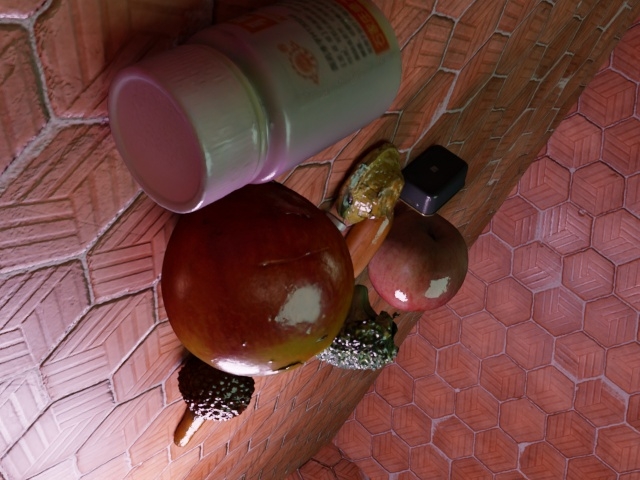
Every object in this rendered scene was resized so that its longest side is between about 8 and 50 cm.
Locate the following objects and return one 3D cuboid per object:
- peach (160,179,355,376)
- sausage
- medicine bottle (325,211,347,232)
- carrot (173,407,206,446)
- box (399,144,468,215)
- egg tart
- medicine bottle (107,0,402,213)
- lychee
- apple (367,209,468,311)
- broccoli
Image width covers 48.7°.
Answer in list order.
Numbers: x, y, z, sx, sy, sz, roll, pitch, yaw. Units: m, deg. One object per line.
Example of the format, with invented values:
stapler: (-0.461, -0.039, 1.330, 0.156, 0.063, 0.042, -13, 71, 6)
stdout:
peach: (-0.113, 0.055, 1.260, 0.370, 0.370, 0.370, -43, 160, -20)
sausage: (0.119, 0.008, 2.026, 0.274, 0.105, 0.105, -58, 160, 23)
medicine bottle: (0.000, 0.000, 1.768, 0.140, 0.079, 0.079, -52, 161, 6)
carrot: (-0.360, 0.509, 1.960, 0.060, 0.060, 0.186, -22, 152, -55)
box: (0.330, -0.181, 2.078, 0.201, 0.144, 0.090, -39, 155, -27)
egg tart: (0.139, -0.134, 1.800, 0.241, 0.106, 0.241, -42, 155, -24)
medicine bottle: (-0.079, -0.202, 0.981, 0.388, 0.219, 0.219, -35, 156, -37)
lychee: (-0.257, 0.346, 1.704, 0.188, 0.188, 0.188, -43, 160, -20)
apple: (0.310, 0.052, 2.230, 0.345, 0.345, 0.269, -31, 135, -44)
broccoli: (0.114, 0.284, 2.325, 0.348, 0.294, 0.280, 90, 4, -78)
